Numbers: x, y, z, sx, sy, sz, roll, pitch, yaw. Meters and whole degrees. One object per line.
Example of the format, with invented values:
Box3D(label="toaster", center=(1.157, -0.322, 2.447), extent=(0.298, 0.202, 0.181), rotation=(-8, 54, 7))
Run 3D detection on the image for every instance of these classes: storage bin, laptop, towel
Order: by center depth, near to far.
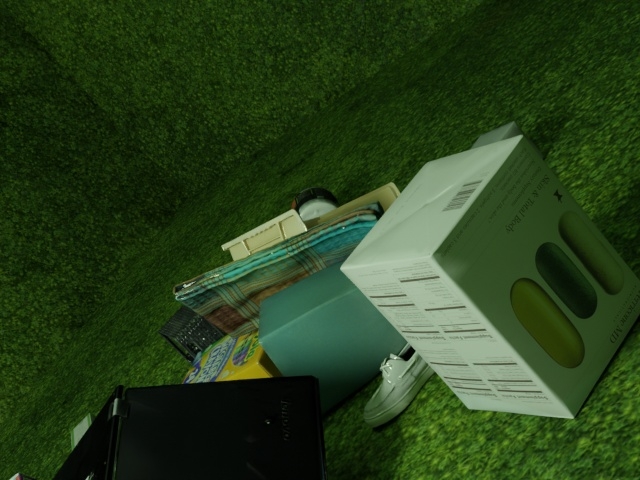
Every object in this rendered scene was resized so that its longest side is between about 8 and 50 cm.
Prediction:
Box3D(label="laptop", center=(-0.197, 0.394, 1.249), extent=(0.408, 0.236, 0.382), rotation=(-52, 25, 29))
Box3D(label="towel", center=(-0.033, 0.065, 1.669), extent=(0.370, 0.271, 0.040), rotation=(-23, 63, 10))
Box3D(label="storage bin", center=(0.000, 0.000, 1.870), extent=(0.262, 0.123, 0.260), rotation=(-17, -6, -41))
Box3D(label="storage bin", center=(-0.275, 0.219, 2.159), extent=(0.084, 0.122, 0.180), rotation=(-47, 16, -16))

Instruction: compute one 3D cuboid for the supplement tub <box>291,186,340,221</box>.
Box3D(label="supplement tub", center=(-0.008, -0.057, 2.256), extent=(0.117, 0.117, 0.190), rotation=(-40, 16, 7))

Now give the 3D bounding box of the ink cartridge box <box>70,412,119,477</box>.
Box3D(label="ink cartridge box", center=(-0.462, 0.445, 2.041), extent=(0.062, 0.109, 0.209), rotation=(-45, 16, -7))

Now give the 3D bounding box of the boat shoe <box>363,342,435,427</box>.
Box3D(label="boat shoe", center=(0.120, 0.185, 1.398), extent=(0.184, 0.063, 0.066), rotation=(-44, 16, -6))

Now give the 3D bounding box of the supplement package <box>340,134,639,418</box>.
Box3D(label="supplement package", center=(0.210, 0.049, 1.169), extent=(0.199, 0.263, 0.198), rotation=(-50, 18, -23))

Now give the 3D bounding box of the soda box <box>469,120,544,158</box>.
Box3D(label="soda box", center=(0.267, -0.075, 1.680), extent=(0.286, 0.091, 0.098), rotation=(-51, 16, -29))

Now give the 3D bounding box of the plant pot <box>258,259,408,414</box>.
Box3D(label="plant pot", center=(0.043, 0.129, 1.567), extent=(0.234, 0.166, 0.165), rotation=(-33, 17, 9))

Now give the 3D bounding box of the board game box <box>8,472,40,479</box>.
Box3D(label="board game box", center=(-0.445, 0.527, 1.506), extent=(0.144, 0.142, 0.275), rotation=(-40, 46, 11))

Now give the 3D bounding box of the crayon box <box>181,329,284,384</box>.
Box3D(label="crayon box", center=(-0.140, 0.238, 1.856), extent=(0.323, 0.083, 0.203), rotation=(-32, 19, 31))
